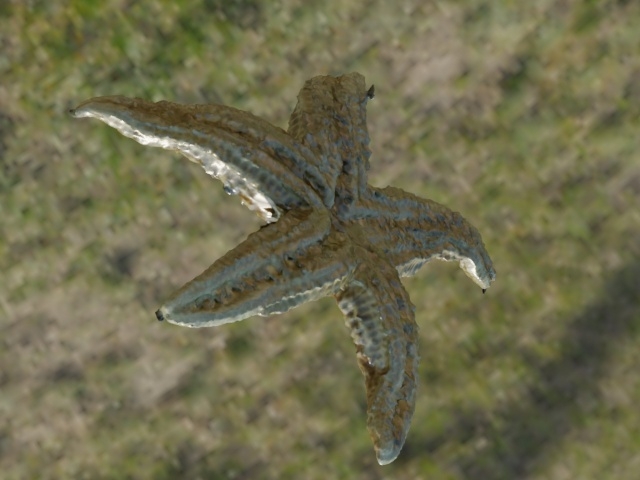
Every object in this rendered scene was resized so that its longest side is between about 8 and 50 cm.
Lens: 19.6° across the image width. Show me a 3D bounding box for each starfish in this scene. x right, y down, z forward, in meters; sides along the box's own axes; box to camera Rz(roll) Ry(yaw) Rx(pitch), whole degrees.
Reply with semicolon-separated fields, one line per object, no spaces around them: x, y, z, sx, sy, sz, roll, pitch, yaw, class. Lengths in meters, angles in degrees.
0.000;0.000;0.948;0.277;0.236;0.062;26;138;-36;starfish
